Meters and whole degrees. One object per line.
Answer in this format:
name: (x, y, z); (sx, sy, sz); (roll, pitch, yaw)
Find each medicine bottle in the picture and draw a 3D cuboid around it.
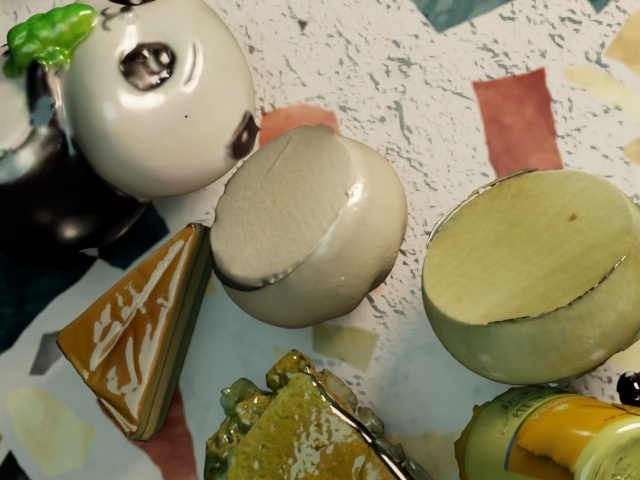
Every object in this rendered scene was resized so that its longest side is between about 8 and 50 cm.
medicine bottle: (0.194, 0.173, 1.340); (0.124, 0.239, 0.124); (-1, 93, -21)

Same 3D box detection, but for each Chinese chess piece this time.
Chinese chess piece: (0.173, 0.028, 1.402); (0.188, 0.083, 0.188); (-18, 38, 15)

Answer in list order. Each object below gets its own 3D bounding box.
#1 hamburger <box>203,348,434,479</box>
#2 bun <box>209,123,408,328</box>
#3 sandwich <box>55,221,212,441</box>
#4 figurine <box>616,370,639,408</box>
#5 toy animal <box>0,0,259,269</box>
hamburger: (0.004, 0.224, 1.411); (0.192, 0.167, 0.288); (-47, 66, 9)
bun: (0.000, 0.000, 1.476); (0.173, 0.120, 0.173); (-26, 43, 27)
sandwich: (-0.127, 0.079, 1.527); (0.163, 0.079, 0.113); (-40, 75, 6)
figurine: (0.323, 0.106, 1.362); (0.192, 0.147, 0.126); (-6, 65, 3)
toy animal: (-0.192, -0.108, 1.507); (0.267, 0.212, 0.212); (-35, 73, 13)
